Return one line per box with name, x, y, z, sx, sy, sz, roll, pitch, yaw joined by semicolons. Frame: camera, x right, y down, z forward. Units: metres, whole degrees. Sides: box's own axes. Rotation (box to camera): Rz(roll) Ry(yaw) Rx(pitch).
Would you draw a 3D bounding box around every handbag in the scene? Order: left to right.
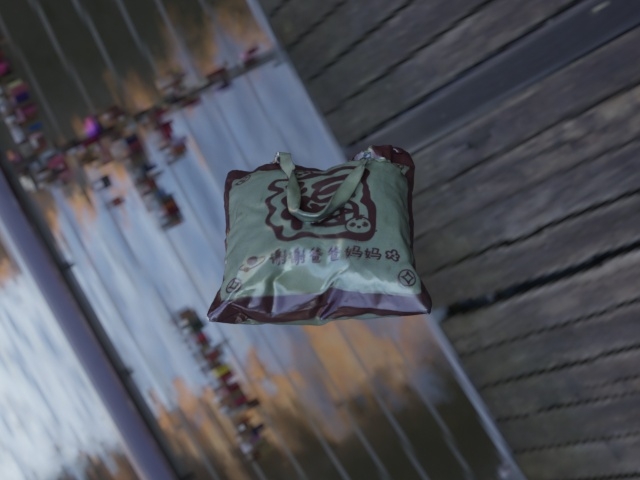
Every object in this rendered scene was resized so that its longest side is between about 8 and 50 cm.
handbag;0.000;0.000;1.417;0.235;0.213;0.127;-89;-8;-52
